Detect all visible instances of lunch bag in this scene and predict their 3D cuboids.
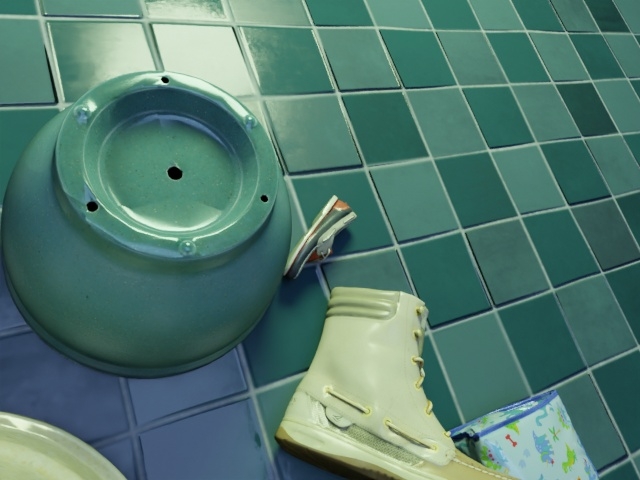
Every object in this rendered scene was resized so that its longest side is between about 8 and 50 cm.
[{"bbox_3d":[0.247,0.261,0.580,0.151,0.096,0.129,-16,75,-18],"label":"lunch bag"}]

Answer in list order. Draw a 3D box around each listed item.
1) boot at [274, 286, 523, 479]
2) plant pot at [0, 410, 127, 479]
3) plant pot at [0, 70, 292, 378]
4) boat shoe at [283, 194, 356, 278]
[{"bbox_3d":[0.106,0.165,0.532,0.261,0.095,0.204,15,57,12],"label":"boot"},{"bbox_3d":[-0.209,0.225,0.176,0.333,0.305,0.334,8,66,-19],"label":"plant pot"},{"bbox_3d":[-0.149,-0.031,0.472,0.292,0.196,0.293,9,65,-21],"label":"plant pot"},{"bbox_3d":[0.000,0.000,0.613,0.043,0.049,0.137,40,54,-6],"label":"boat shoe"}]
